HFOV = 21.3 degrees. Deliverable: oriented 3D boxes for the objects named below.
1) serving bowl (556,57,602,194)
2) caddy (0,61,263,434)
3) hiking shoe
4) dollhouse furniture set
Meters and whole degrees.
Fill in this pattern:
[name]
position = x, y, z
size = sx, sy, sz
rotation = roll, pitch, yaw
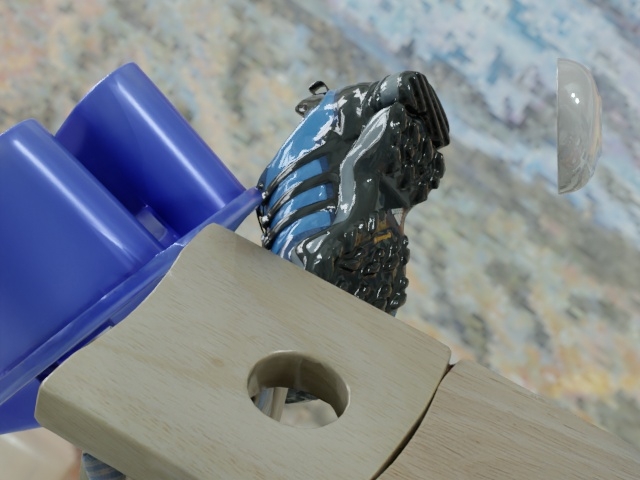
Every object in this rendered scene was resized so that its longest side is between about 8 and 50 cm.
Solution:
[serving bowl]
position = 0.157, -0.069, 1.036
size = 0.027, 0.083, 0.083
rotation = 1, 9, 8
[caddy]
position = -0.186, 0.037, 1.165
size = 0.179, 0.341, 0.241
rotation = 53, 40, -1
[hiking shoe]
position = 0.000, 0.000, 1.339
size = 0.132, 0.304, 0.113
rotation = -1, -40, 37
[dollhouse furniture set]
position = -0.025, 0.117, 0.329
size = 0.129, 0.129, 0.183
rotation = 27, 42, 15
